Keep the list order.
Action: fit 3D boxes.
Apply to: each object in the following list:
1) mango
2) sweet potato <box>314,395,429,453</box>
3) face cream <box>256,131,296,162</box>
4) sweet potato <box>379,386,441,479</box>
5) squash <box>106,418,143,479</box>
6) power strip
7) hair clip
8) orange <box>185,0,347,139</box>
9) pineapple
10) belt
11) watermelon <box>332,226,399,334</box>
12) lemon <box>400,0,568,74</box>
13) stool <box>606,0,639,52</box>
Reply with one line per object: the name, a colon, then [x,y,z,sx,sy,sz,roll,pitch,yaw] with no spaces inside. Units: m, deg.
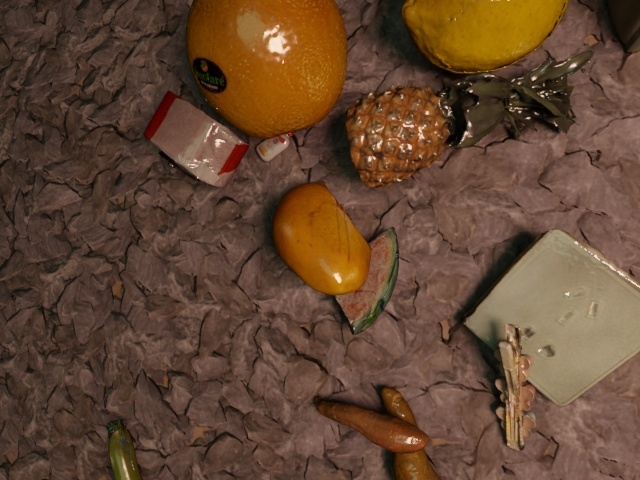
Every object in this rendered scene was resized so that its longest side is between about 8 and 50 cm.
mango: [0.000,0.000,0.693,0.126,0.154,0.252,-46,33,16]
sweet potato: [0.066,0.289,0.691,0.214,0.050,0.050,6,87,36]
face cream: [-0.083,-0.187,0.825,0.083,0.021,0.040,-36,77,11]
sweet potato: [0.188,0.390,0.669,0.108,0.079,0.346,-42,69,-3]
squash: [-0.383,0.448,0.853,0.052,0.052,0.183,-24,76,14]
power strip: [0.352,0.109,0.643,0.198,0.065,0.213,43,112,15]
hair clip: [0.284,0.214,0.635,0.062,0.056,0.213,10,124,45]
orange: [-0.084,-0.308,0.712,0.275,0.274,0.274,-1,85,17]
pineapple: [0.219,-0.192,0.659,0.365,0.165,0.165,-14,81,16]
belt: [-0.238,-0.183,0.817,0.201,0.128,0.124,36,97,20]
watermelon: [0.071,0.066,0.738,0.139,0.071,0.187,14,74,37]
lemon: [0.246,-0.357,0.644,0.260,0.204,0.204,-13,81,-1]
stool: [0.547,-0.436,0.574,0.270,0.170,0.243,-12,83,16]
